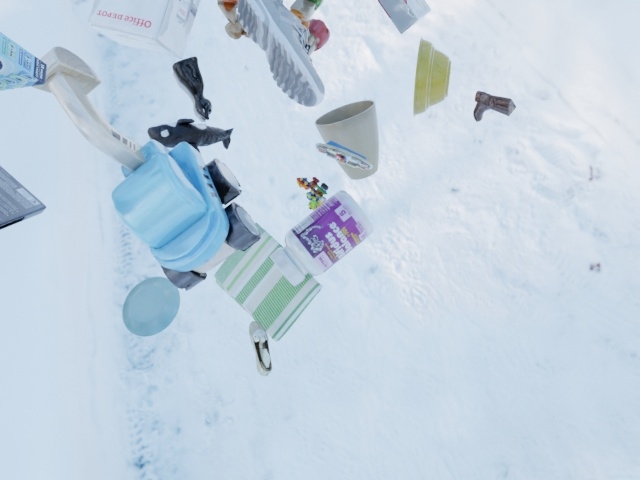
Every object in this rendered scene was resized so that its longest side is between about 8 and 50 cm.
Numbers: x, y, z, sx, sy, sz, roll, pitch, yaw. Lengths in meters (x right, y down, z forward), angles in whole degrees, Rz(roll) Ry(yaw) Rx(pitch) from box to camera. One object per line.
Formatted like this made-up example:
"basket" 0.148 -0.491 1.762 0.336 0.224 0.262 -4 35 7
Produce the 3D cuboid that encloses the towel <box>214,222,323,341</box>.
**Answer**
"towel" -0.177 0.134 1.586 0.324 0.038 0.248 41 95 21

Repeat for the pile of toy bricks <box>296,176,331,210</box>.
"pile of toy bricks" -0.017 -0.164 1.954 0.118 0.105 0.212 -7 43 -46

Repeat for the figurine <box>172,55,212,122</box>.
"figurine" -0.451 -0.527 1.745 0.092 0.210 0.215 -23 15 -12

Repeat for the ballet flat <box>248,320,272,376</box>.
"ballet flat" -0.170 0.312 1.427 0.057 0.052 0.168 -6 68 -28

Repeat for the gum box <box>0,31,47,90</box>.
"gum box" -0.555 -0.290 0.743 0.156 0.184 0.041 -4 80 11

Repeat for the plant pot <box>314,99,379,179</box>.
"plant pot" 0.140 -0.402 2.009 0.256 0.274 0.257 -17 27 9

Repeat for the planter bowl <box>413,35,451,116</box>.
"planter bowl" 0.317 -0.454 1.360 0.090 0.217 0.217 7 59 13

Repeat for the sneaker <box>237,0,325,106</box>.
"sneaker" -0.058 -0.408 1.003 0.115 0.105 0.282 -27 82 -24

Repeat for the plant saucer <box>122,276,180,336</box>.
"plant saucer" -0.532 0.202 1.514 0.037 0.195 0.195 18 63 41

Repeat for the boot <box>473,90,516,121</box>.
"boot" 0.489 -0.363 1.360 0.114 0.106 0.037 28 67 33

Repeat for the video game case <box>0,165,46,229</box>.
"video game case" -0.633 -0.093 0.847 0.026 0.196 0.274 -42 12 11

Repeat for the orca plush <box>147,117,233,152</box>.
"orca plush" -0.411 -0.313 1.582 0.151 0.287 0.102 -22 77 36

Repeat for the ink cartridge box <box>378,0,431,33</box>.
"ink cartridge box" 0.268 -0.745 1.536 0.072 0.127 0.175 -31 14 40

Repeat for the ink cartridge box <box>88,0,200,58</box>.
"ink cartridge box" -0.402 -0.607 1.164 0.207 0.117 0.283 19 91 16

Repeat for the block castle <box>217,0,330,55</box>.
"block castle" -0.107 -0.742 1.316 0.302 0.453 0.213 25 60 8

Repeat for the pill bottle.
"pill bottle" 0.000 0.000 1.474 0.301 0.169 0.169 -40 55 -2

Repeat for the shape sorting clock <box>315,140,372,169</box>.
"shape sorting clock" 0.076 -0.278 1.619 0.206 0.206 0.040 26 91 30

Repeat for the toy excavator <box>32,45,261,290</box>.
"toy excavator" -0.377 -0.154 1.044 0.222 0.445 0.433 -33 61 10
